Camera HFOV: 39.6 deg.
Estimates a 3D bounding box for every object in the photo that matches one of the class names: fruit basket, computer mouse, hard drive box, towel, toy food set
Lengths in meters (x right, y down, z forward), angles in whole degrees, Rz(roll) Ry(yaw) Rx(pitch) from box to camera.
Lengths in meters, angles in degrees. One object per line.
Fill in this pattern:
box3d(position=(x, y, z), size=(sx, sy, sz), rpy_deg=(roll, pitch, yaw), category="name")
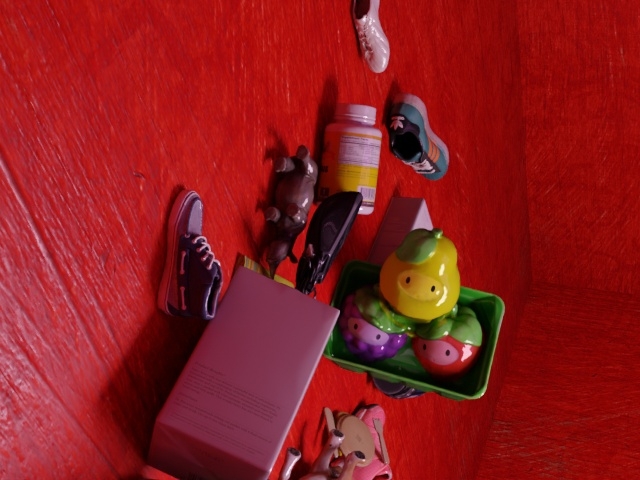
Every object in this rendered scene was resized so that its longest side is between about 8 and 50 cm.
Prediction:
box3d(position=(0.200, 0.157, 1.891), size=(0.392, 0.392, 0.283), rpy_deg=(61, 42, -54), category="fruit basket")
box3d(position=(0.000, 0.000, 1.633), size=(0.188, 0.072, 0.272), rpy_deg=(107, 10, -49), category="computer mouse")
box3d(position=(0.207, 0.036, 2.210), size=(0.232, 0.089, 0.181), rpy_deg=(-64, 146, -36), category="hard drive box")
box3d(position=(-0.101, 0.102, 1.612), size=(0.237, 0.021, 0.102), rpy_deg=(36, 65, -65), category="towel")
box3d(position=(0.072, 0.450, 2.009), size=(0.192, 0.038, 0.132), rpy_deg=(21, 46, -41), category="toy food set")

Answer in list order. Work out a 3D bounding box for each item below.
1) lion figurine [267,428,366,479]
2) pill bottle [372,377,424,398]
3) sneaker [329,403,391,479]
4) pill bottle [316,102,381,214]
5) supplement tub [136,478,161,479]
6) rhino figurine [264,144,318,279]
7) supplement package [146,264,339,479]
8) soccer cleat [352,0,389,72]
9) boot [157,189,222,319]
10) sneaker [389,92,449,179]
box3d(position=(-0.032, 0.527, 1.784), size=(0.392, 0.142, 0.240), rpy_deg=(2, 117, -53), category="lion figurine")
box3d(position=(0.211, 0.345, 2.284), size=(0.219, 0.123, 0.123), rpy_deg=(20, 79, -67), category="pill bottle")
box3d(position=(0.114, 0.520, 2.090), size=(0.314, 0.136, 0.116), rpy_deg=(-57, 147, -46), category="sneaker")
box3d(position=(0.060, -0.163, 1.787), size=(0.117, 0.117, 0.215), rpy_deg=(2, 95, -67), category="pill bottle")
box3d(position=(-0.145, 0.478, 1.230), size=(0.235, 0.325, 0.235), rpy_deg=(7, 90, -67), category="supplement tub")
box3d(position=(-0.057, -0.047, 1.604), size=(0.106, 0.073, 0.243), rpy_deg=(24, 77, -77), category="rhino figurine")
box3d(position=(-0.115, 0.221, 1.351), size=(0.175, 0.177, 0.293), rpy_deg=(112, 4, -53), category="supplement package")
box3d(position=(0.100, -0.449, 1.874), size=(0.076, 0.068, 0.196), rpy_deg=(-34, 121, -54), category="soccer cleat")
box3d(position=(-0.180, 0.022, 1.319), size=(0.069, 0.086, 0.190), rpy_deg=(12, 86, -67), category="boot")
box3d(position=(0.233, -0.225, 2.203), size=(0.302, 0.108, 0.121), rpy_deg=(53, 49, -48), category="sneaker")
